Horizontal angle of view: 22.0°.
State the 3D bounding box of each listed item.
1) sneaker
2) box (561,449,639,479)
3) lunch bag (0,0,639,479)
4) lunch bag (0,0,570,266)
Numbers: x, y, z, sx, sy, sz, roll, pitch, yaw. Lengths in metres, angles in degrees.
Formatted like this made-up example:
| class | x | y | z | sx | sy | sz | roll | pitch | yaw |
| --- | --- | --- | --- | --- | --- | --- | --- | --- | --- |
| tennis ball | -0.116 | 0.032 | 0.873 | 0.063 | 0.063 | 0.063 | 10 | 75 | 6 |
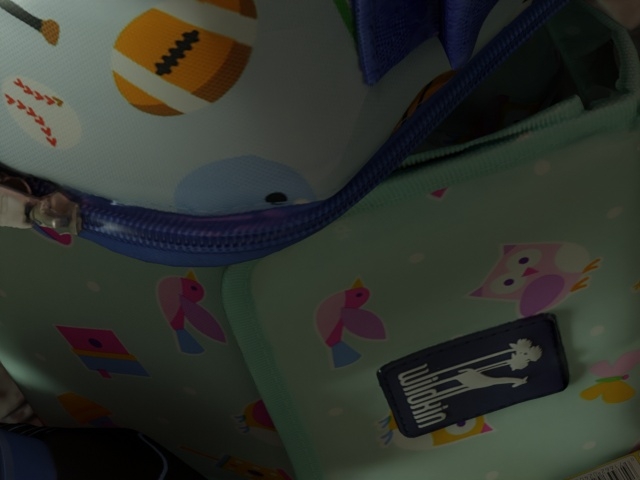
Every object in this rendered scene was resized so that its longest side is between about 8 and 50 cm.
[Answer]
| class | x | y | z | sx | sy | sz | roll | pitch | yaw |
| --- | --- | --- | --- | --- | --- | --- | --- | --- | --- |
| sneaker | -0.112 | 0.108 | 0.619 | 0.232 | 0.090 | 0.081 | -12 | 68 | 63 |
| box | 0.159 | 0.136 | 0.533 | 0.105 | 0.043 | 0.179 | -20 | 41 | -5 |
| lunch bag | 0.000 | 0.000 | 0.587 | 0.262 | 0.223 | 0.160 | 11 | 55 | 25 |
| lunch bag | -0.018 | -0.123 | 0.476 | 0.243 | 0.115 | 0.303 | 24 | 53 | 31 |
